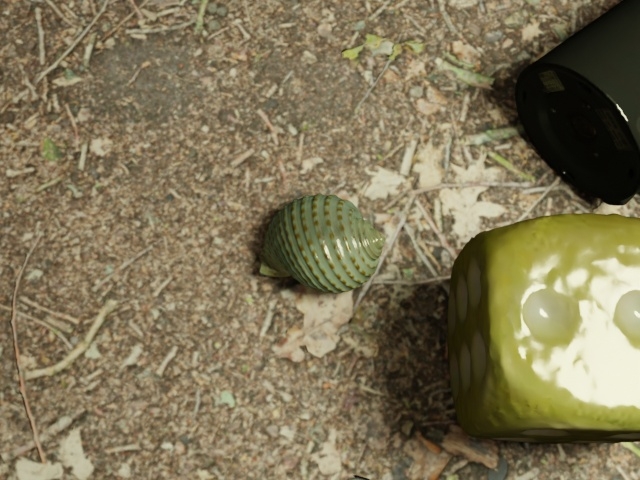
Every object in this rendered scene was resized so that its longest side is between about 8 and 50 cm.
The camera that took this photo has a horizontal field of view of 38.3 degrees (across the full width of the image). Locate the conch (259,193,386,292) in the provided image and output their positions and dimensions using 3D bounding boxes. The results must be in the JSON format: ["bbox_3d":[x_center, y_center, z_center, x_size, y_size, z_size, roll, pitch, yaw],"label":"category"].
[{"bbox_3d":[0.002,-0.003,1.135,0.153,0.102,0.135,5,59,-1],"label":"conch"}]

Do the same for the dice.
[{"bbox_3d":[0.275,0.110,1.042,0.233,0.238,0.226,2,73,-2],"label":"dice"}]

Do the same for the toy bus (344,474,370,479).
[{"bbox_3d":[0.134,0.372,1.015,0.329,0.143,0.153,14,84,0],"label":"toy bus"}]

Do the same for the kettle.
[{"bbox_3d":[0.446,-0.197,1.162,0.308,0.203,0.262,-38,77,-15],"label":"kettle"}]
